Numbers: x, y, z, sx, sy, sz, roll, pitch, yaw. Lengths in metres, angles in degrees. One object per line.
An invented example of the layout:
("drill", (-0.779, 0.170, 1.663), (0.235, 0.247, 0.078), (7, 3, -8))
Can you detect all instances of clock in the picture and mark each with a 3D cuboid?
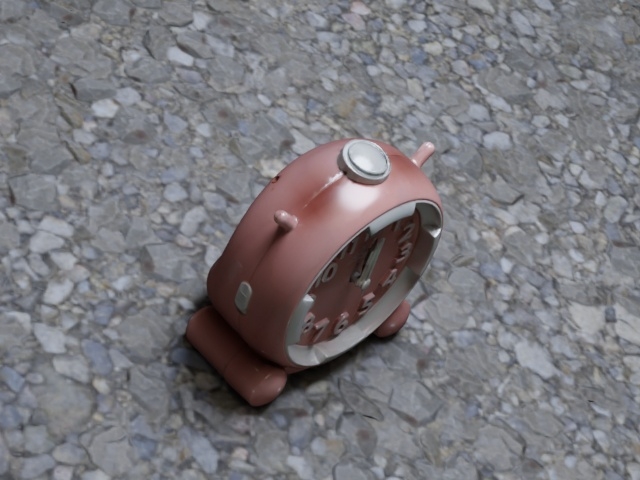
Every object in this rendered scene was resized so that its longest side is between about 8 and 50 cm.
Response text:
("clock", (0.000, 0.000, 1.563), (0.227, 0.241, 0.142), (-27, 62, -38))
